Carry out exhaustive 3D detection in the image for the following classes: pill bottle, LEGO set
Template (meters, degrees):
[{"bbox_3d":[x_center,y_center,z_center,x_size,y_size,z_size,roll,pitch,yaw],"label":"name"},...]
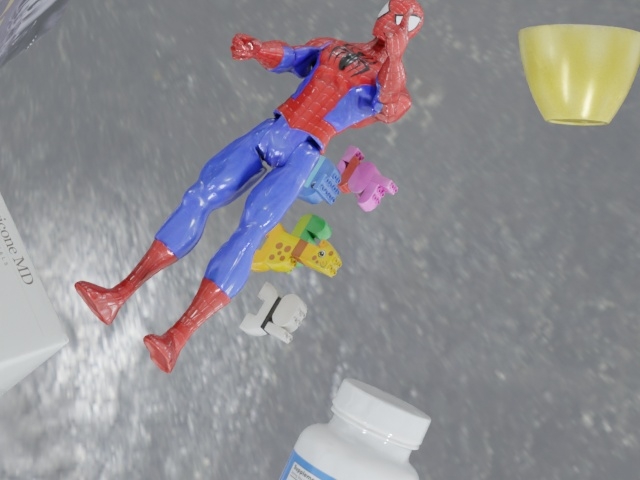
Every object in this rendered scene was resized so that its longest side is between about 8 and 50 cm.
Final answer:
[{"bbox_3d":[0.018,0.247,1.594,0.124,0.124,0.221,25,91,-15],"label":"pill bottle"},{"bbox_3d":[0.000,0.000,1.735,0.227,0.093,0.087,-59,147,-11],"label":"LEGO set"}]

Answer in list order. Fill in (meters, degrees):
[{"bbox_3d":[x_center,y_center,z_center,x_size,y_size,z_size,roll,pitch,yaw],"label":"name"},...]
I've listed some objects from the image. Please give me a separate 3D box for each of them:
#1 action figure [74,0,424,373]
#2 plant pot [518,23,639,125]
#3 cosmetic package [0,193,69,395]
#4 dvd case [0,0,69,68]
[{"bbox_3d":[-0.032,-0.064,1.026,0.091,0.139,0.280,36,73,20],"label":"action figure"},{"bbox_3d":[0.274,-0.173,1.815,0.134,0.134,0.095,4,89,-11],"label":"plant pot"},{"bbox_3d":[-0.448,0.084,1.611,0.365,0.155,0.197,-19,78,-45],"label":"cosmetic package"},{"bbox_3d":[-0.186,-0.144,1.027,0.018,0.221,0.164,45,56,0],"label":"dvd case"}]
